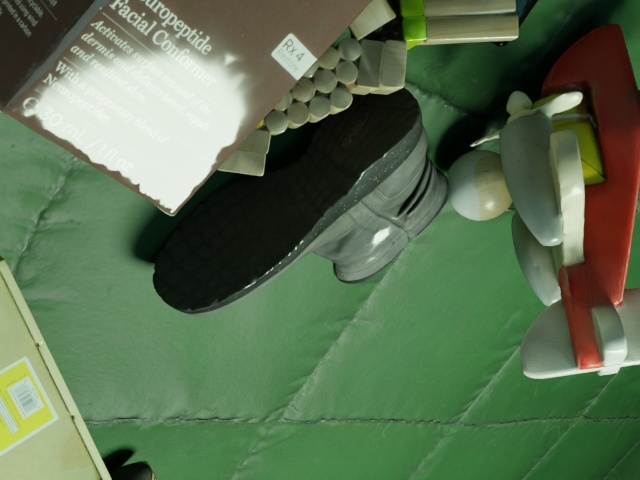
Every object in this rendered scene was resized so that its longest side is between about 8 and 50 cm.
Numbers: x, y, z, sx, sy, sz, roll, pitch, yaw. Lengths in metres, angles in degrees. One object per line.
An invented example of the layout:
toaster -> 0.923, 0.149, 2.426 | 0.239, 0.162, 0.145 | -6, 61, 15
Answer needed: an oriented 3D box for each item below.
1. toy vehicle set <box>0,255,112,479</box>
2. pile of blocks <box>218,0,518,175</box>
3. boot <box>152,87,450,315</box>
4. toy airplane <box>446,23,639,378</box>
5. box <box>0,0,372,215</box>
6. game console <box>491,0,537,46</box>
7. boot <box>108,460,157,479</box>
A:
toy vehicle set -> -0.313, 0.164, 0.840 | 0.166, 0.035, 0.267 | -31, 119, -27
pile of blocks -> 0.012, -0.180, 0.856 | 0.362, 0.149, 0.112 | -29, -173, -2
boot -> 0.000, 0.000, 1.010 | 0.338, 0.118, 0.223 | -35, 149, -2
toy airplane -> 0.277, -0.025, 1.092 | 0.384, 0.272, 0.386 | -57, 153, -53
box -> -0.068, -0.221, 0.684 | 0.381, 0.143, 0.191 | -48, 141, 6
game console -> 0.203, -0.276, 0.991 | 0.107, 0.071, 0.122 | 26, 110, -21
boot -> -0.298, 0.304, 1.083 | 0.198, 0.077, 0.137 | -33, 139, -14
